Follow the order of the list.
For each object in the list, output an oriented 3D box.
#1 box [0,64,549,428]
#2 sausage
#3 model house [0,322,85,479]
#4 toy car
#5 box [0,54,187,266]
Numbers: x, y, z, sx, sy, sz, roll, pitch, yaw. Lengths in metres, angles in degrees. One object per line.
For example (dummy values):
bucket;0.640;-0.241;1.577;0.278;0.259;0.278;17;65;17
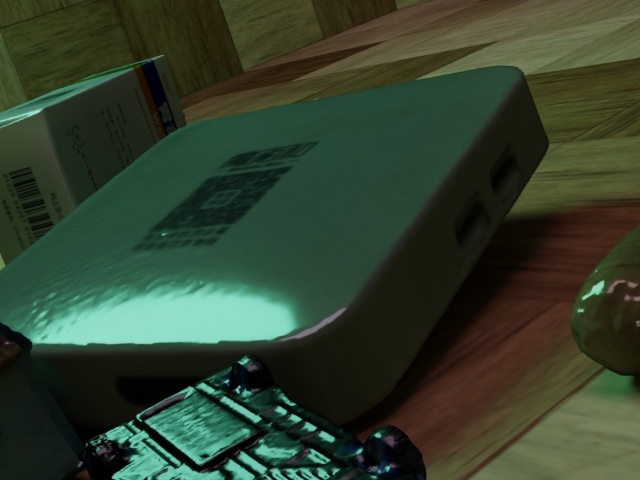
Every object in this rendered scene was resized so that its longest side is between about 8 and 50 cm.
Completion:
box;-0.050;0.000;0.777;0.367;0.090;0.373;-4;28;35
sausage;0.227;-0.009;0.609;0.066;0.066;0.301;-5;18;44
model house;-0.227;0.097;0.615;0.119;0.148;0.148;-10;15;35
toy car;-0.029;0.114;0.469;0.103;0.063;0.216;-26;22;-25
box;-0.228;-0.064;1.110;0.106;0.200;0.299;-13;15;19
